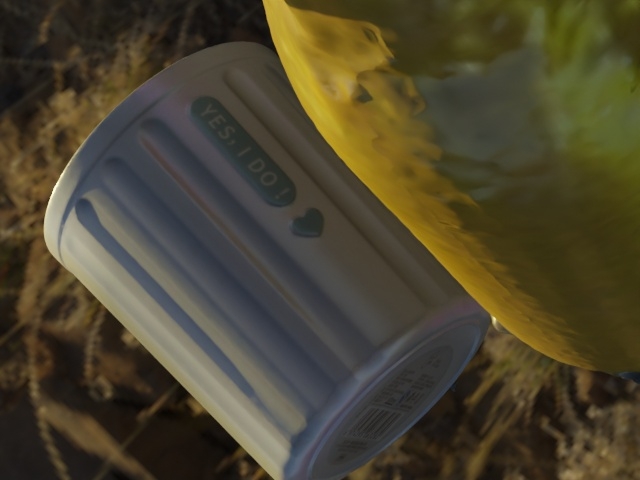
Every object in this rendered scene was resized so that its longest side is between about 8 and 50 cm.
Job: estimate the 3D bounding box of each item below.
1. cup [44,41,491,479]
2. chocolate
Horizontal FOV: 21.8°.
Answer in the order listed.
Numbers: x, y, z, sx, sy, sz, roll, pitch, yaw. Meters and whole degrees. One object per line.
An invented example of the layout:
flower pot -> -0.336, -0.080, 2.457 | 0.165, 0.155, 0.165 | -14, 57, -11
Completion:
cup -> -0.006, -0.001, 0.901 | 0.221, 0.167, 0.202 | -45, 70, 5
chocolate -> 0.075, -0.068, 0.511 | 0.162, 0.162, 0.445 | 23, 175, 21
